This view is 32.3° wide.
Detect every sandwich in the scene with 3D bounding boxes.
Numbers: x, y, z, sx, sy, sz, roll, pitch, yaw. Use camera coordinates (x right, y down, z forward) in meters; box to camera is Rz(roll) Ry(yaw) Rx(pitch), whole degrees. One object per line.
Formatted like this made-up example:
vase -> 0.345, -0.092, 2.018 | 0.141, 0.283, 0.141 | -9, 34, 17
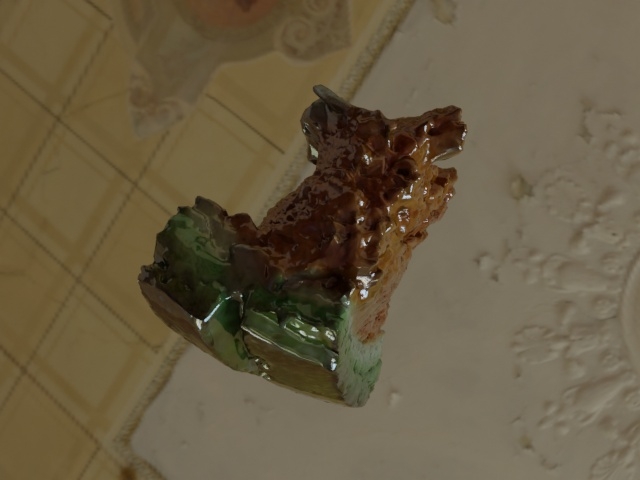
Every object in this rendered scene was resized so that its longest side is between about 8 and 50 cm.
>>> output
sandwich -> 0.001, 0.003, 0.589 | 0.109, 0.185, 0.160 | 28, -99, 16
